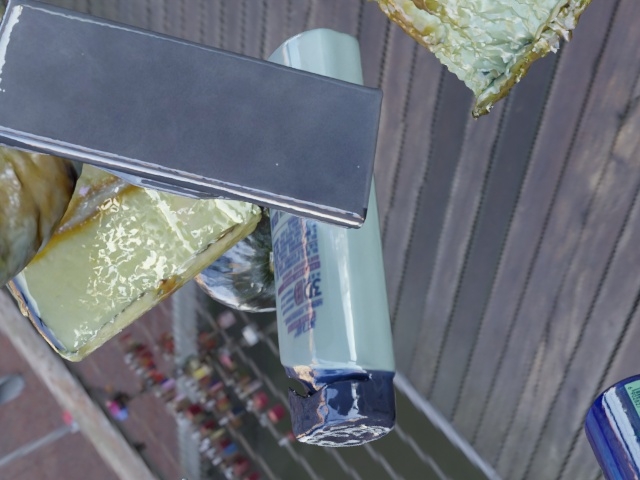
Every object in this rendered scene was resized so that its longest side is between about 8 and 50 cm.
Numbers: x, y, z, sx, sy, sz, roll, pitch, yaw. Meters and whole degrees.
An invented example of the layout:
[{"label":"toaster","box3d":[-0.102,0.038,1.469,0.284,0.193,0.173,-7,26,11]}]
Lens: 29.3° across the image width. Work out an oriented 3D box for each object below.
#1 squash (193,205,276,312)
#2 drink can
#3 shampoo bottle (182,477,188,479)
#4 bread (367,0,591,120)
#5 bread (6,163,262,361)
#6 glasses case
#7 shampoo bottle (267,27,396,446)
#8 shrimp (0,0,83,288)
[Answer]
[{"label":"squash","box3d":[-0.071,-0.005,1.423,0.156,0.193,0.193,14,132,34]},{"label":"drink can","box3d":[0.331,0.226,1.152,0.205,0.118,0.118,-102,3,-51]},{"label":"shampoo bottle","box3d":[-0.193,0.307,1.178,0.056,0.195,0.056,48,-179,-1]},{"label":"bread","box3d":[0.073,-0.111,0.359,0.069,0.140,0.128,40,172,0]},{"label":"bread","box3d":[-0.137,0.013,0.910,0.163,0.167,0.264,50,170,18]},{"label":"glasses case","box3d":[-0.066,-0.059,0.588,0.190,0.072,0.042,14,159,-8]},{"label":"shampoo bottle","box3d":[0.000,0.000,1.079,0.134,0.078,0.359,-34,55,51]},{"label":"shrimp","box3d":[-0.258,-0.043,0.608,0.071,0.365,0.233,-20,105,37]}]
